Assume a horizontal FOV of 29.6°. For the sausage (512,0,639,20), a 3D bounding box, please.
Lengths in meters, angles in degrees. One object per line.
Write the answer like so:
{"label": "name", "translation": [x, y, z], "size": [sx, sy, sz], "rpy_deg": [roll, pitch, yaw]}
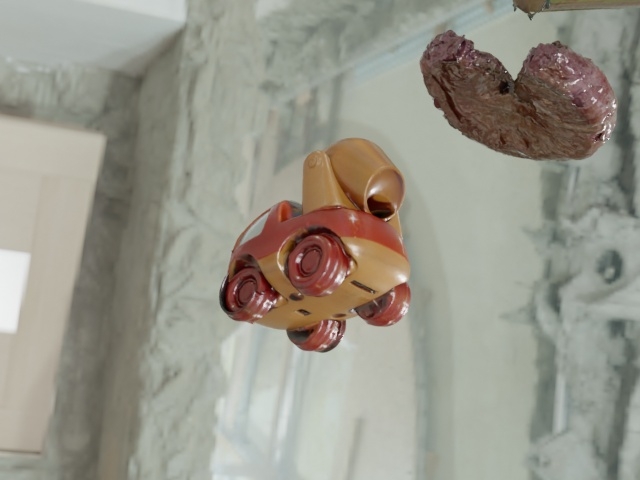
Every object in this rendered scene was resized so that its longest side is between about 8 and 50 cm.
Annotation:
{"label": "sausage", "translation": [0.339, -0.230, 1.012], "size": [0.082, 0.372, 0.082], "rpy_deg": [175, -90, -73]}

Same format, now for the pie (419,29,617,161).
{"label": "pie", "translation": [0.215, -0.154, 1.317], "size": [0.219, 0.204, 0.054], "rpy_deg": [5, -118, 41]}

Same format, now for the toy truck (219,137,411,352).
{"label": "toy truck", "translation": [0.000, 0.000, 1.592], "size": [0.265, 0.189, 0.239], "rpy_deg": [-25, -126, 34]}
